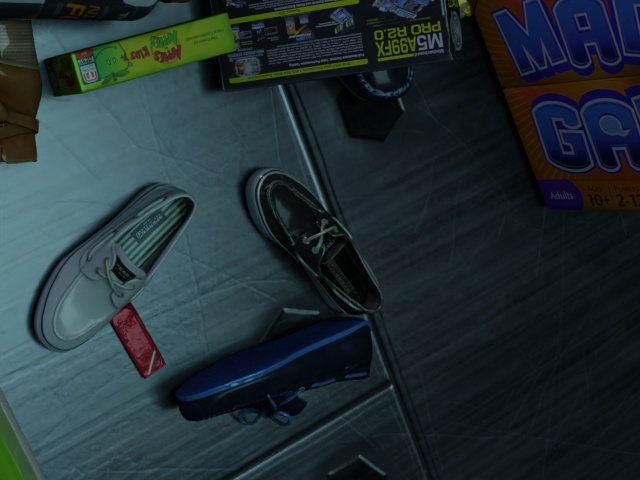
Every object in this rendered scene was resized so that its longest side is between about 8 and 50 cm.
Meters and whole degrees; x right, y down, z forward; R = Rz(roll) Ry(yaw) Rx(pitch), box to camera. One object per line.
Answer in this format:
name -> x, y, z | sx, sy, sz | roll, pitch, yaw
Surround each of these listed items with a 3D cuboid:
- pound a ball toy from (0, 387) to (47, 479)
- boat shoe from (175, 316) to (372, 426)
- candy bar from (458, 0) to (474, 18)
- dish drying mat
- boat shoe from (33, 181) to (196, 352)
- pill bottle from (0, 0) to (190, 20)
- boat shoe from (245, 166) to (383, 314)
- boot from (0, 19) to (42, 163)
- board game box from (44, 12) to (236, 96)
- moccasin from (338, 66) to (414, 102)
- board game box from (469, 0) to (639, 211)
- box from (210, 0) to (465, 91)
pound a ball toy -> -0.419, 0.183, 1.219 | 0.319, 0.135, 0.208 | 67, 29, -15
boat shoe -> -0.038, 0.166, 1.466 | 0.258, 0.109, 0.089 | -18, 105, -25
candy bar -> 0.128, -0.255, 1.583 | 0.161, 0.018, 0.040 | -42, 111, -21
dish drying mat -> -0.204, 0.112, 1.425 | 0.032, 0.008, 0.083 | -34, 108, -22
boat shoe -> -0.221, 0.024, 1.372 | 0.083, 0.076, 0.226 | 42, 74, -24
pill bottle -> -0.246, -0.291, 1.309 | 0.245, 0.130, 0.130 | -4, 95, -28
boat shoe -> 0.000, 0.000, 1.496 | 0.078, 0.070, 0.219 | -48, 113, -18
boot -> -0.374, -0.144, 1.283 | 0.197, 0.073, 0.152 | -5, 100, -26
board game box -> -0.192, -0.198, 1.366 | 0.181, 0.092, 0.043 | -21, 104, -27
moccasin -> 0.042, -0.326, 1.469 | 0.137, 0.117, 0.342 | -20, 100, -22
board game box -> 0.457, -0.269, 1.563 | 0.356, 0.356, 0.356 | -31, 108, -26
box -> 0.009, -0.285, 1.389 | 0.060, 0.270, 0.216 | -28, 111, -67
